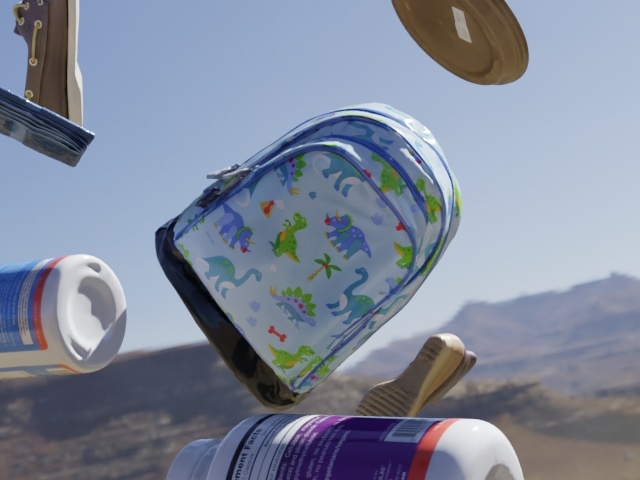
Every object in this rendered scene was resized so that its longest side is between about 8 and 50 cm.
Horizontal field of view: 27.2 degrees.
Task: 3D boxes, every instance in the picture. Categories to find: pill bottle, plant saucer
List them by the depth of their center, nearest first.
[{"bbox_3d":[0.017,0.254,1.237,0.323,0.181,0.181,-3,-1,31],"label":"pill bottle"},{"bbox_3d":[-0.327,0.085,1.401,0.222,0.124,0.124,-6,-3,30],"label":"pill bottle"},{"bbox_3d":[0.205,-0.342,2.053,0.041,0.278,0.278,-45,3,-16],"label":"plant saucer"}]

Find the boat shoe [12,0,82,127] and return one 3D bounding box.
[{"bbox_3d":[-0.400,-0.301,1.930,0.097,0.324,0.116,-2,19,-9],"label":"boat shoe"}]

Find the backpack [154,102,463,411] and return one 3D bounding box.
[{"bbox_3d":[0.000,0.000,1.548,0.355,0.290,0.273,-35,-4,10],"label":"backpack"}]

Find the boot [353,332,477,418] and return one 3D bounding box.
[{"bbox_3d":[0.169,0.272,2.284,0.248,0.090,0.207,-49,-25,2],"label":"boot"}]

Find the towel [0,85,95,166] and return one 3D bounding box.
[{"bbox_3d":[-0.283,-0.110,1.287,0.119,0.029,0.067,26,-23,-13],"label":"towel"}]
